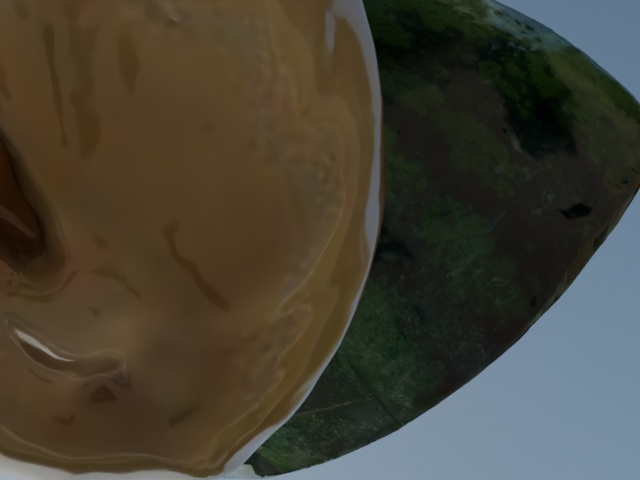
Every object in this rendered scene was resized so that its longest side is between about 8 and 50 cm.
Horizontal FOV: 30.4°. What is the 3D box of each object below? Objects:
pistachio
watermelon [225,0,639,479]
[{"bbox_3d":[-0.094,-0.063,0.414,0.230,0.309,0.230,-20,-22,-8],"label":"pistachio"},{"bbox_3d":[-0.004,-0.023,0.762,0.292,0.319,0.222,-48,-68,-30],"label":"watermelon"}]
